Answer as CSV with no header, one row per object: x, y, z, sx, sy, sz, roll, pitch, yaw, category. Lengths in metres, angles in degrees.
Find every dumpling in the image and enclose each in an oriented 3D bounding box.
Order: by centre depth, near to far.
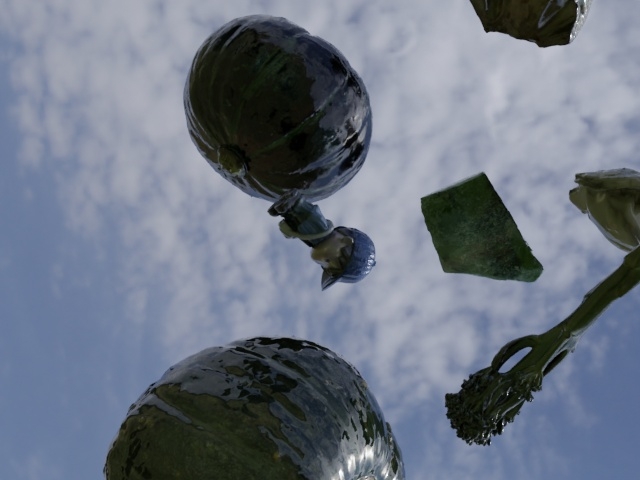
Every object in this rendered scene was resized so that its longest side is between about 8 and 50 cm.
0.445,-0.048,1.520,0.199,0.136,0.118,21,-107,28,dumpling

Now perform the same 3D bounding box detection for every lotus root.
0.326,-0.460,1.578,0.210,0.142,0.314,22,-42,14,lotus root

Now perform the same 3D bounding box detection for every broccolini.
0.275,0.082,1.109,0.392,0.079,0.074,-51,-149,24,broccolini

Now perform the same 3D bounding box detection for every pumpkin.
-0.064,0.256,1.071,0.257,0.291,0.328,23,-44,39,pumpkin
-0.073,-0.182,1.578,0.315,0.238,0.315,35,-27,21,pumpkin

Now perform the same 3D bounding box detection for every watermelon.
0.261,-0.025,1.697,0.140,0.257,0.193,-23,-82,15,watermelon

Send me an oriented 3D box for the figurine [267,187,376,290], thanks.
0.005,-0.007,1.235,0.136,0.079,0.077,55,-25,-9,figurine
